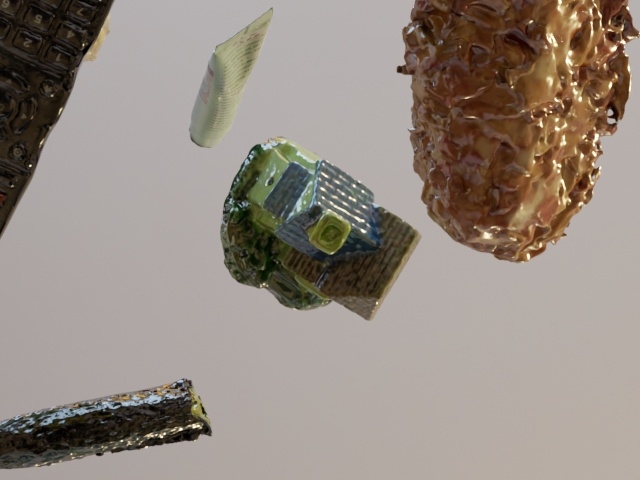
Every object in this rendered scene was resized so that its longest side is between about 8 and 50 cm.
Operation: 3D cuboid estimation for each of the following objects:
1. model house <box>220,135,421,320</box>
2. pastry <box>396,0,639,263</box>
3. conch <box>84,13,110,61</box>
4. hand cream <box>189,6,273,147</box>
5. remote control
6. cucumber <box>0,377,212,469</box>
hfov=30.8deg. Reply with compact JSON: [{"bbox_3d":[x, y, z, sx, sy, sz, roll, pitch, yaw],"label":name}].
[{"bbox_3d":[0.000,0.000,1.427,0.195,0.214,0.189,-56,-148,-5],"label":"model house"},{"bbox_3d":[0.066,-0.073,0.423,0.063,0.087,0.169,38,-45,45],"label":"pastry"},{"bbox_3d":[-0.432,-0.380,1.768,0.210,0.291,0.159,-1,-127,3],"label":"conch"},{"bbox_3d":[-0.118,-0.192,1.455,0.058,0.085,0.331,54,-20,3],"label":"hand cream"},{"bbox_3d":[-0.333,-0.176,1.230,0.144,0.062,0.399,26,-80,-17],"label":"remote control"},{"bbox_3d":[-0.229,0.189,1.174,0.067,0.245,0.067,172,-90,-68],"label":"cucumber"}]
